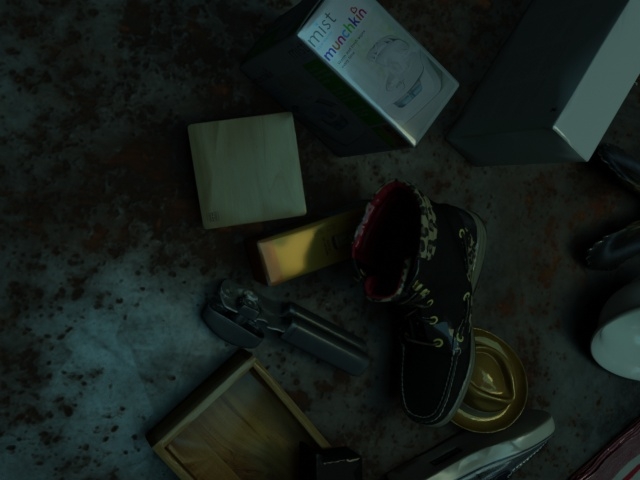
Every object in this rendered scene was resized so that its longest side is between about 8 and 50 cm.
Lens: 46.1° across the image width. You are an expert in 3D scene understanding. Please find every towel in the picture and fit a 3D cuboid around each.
[{"bbox_3d":[0.659,0.551,1.543,0.237,0.037,0.329,-34,105,-17],"label":"towel"}]

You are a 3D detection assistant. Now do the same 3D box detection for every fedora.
[{"bbox_3d":[0.285,0.241,1.320,0.195,0.079,0.194,2,74,-8],"label":"fedora"}]

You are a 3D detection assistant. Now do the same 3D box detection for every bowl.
[{"bbox_3d":[0.664,0.146,1.427,0.298,0.298,0.134,25,52,-22],"label":"bowl"}]

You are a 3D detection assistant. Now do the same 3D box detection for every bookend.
[{"bbox_3d":[0.050,0.393,1.184,0.156,0.072,0.157,-3,93,-23],"label":"bookend"}]

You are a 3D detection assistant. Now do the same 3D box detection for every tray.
[{"bbox_3d":[-0.068,0.394,1.214,0.203,0.076,0.411,-42,106,-15],"label":"tray"}]

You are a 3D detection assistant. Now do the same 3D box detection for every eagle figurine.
[{"bbox_3d":[0.662,-0.059,1.461,0.299,0.225,0.226,4,46,6],"label":"eagle figurine"}]

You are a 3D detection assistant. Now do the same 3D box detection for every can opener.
[{"bbox_3d":[-0.056,0.153,1.222,0.284,0.076,0.095,30,113,-21],"label":"can opener"}]

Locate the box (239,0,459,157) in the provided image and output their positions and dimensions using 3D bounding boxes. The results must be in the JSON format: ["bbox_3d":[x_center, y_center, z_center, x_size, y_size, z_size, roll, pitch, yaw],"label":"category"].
[{"bbox_3d":[0.034,-0.250,1.125,0.231,0.262,0.126,39,78,-20],"label":"box"}]

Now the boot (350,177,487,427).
[{"bbox_3d":[0.151,0.100,1.188,0.284,0.138,0.377,25,77,-57],"label":"boot"}]

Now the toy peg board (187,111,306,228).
[{"bbox_3d":[-0.115,-0.109,1.181,0.161,0.079,0.161,-9,95,-6],"label":"toy peg board"}]

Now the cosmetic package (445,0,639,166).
[{"bbox_3d":[0.411,-0.301,1.267,0.097,0.284,0.377,37,79,-20],"label":"cosmetic package"}]

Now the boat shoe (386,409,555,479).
[{"bbox_3d":[0.279,0.434,1.336,0.341,0.127,0.158,-22,98,-11],"label":"boat shoe"}]

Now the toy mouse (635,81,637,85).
[{"bbox_3d":[0.544,-0.375,1.455,0.143,0.031,0.160,-8,95,-22],"label":"toy mouse"}]

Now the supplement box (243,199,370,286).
[{"bbox_3d":[0.000,0.000,1.222,0.234,0.080,0.078,-18,100,-19],"label":"supplement box"}]
